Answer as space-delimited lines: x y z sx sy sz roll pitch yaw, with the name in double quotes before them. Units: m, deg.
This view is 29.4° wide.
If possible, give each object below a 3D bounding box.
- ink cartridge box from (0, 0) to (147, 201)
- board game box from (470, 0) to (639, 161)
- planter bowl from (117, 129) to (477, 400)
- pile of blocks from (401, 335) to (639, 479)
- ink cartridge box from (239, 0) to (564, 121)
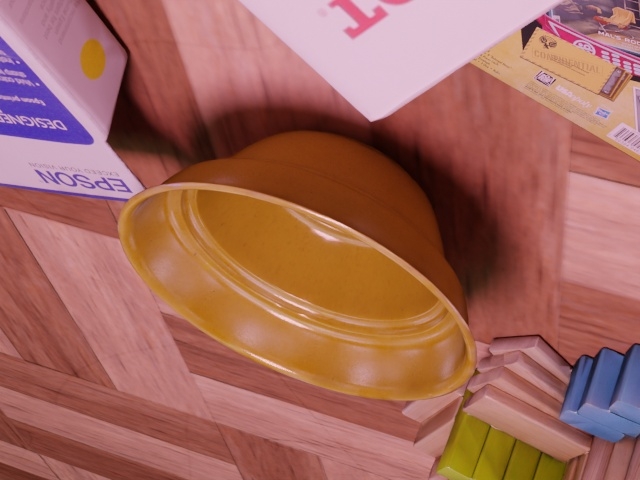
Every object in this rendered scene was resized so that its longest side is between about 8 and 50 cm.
"ink cartridge box" -0.273 -0.139 0.705 0.304 0.072 0.307 8 156 27
"board game box" 0.077 -0.133 0.465 0.243 0.042 0.165 29 152 -8
"planter bowl" 0.000 0.000 0.707 0.217 0.090 0.217 19 153 10
"pile of blocks" 0.178 0.146 0.797 0.149 0.112 0.362 40 149 -27
"ink cartridge box" -0.008 -0.204 0.266 0.306 0.131 0.226 41 138 -19
